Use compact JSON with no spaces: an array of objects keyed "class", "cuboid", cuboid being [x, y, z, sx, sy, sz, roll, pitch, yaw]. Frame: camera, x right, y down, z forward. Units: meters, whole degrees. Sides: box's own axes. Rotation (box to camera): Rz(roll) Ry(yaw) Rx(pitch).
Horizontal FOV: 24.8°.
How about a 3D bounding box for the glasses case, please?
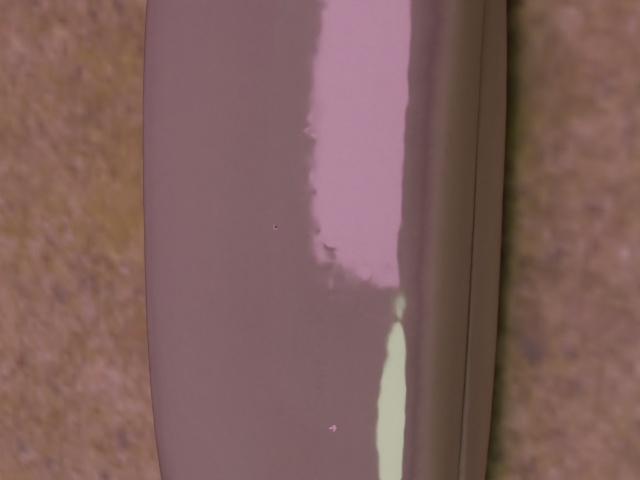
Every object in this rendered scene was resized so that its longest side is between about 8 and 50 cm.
[{"class":"glasses case","cuboid":[0.000,0.000,0.380,0.092,0.059,0.233,9,109,29]}]
